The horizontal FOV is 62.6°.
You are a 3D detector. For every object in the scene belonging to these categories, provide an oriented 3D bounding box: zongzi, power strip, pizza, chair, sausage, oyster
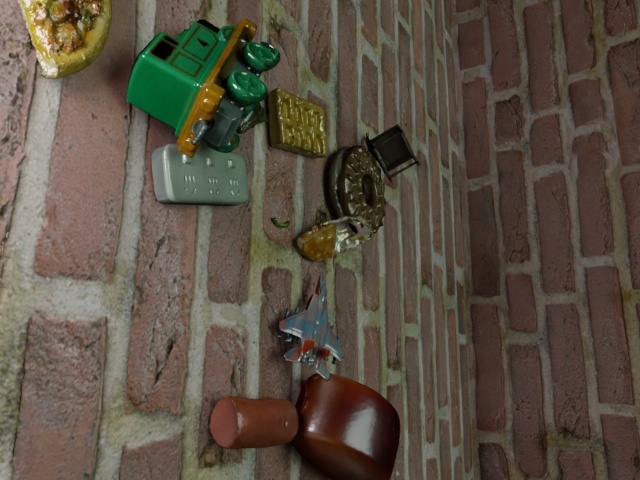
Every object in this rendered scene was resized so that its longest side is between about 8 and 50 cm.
[{"bbox_3d":[-0.184,-0.293,1.374,0.130,0.062,0.154,55,45,-58],"label":"zongzi"},{"bbox_3d":[-0.267,-0.176,1.195,0.265,0.059,0.194,-6,89,-59],"label":"power strip"},{"bbox_3d":[-0.001,0.000,1.591,0.134,0.046,0.175,-53,145,-1],"label":"pizza"},{"bbox_3d":[0.261,-0.333,1.950,0.155,0.141,0.260,58,10,-20],"label":"chair"},{"bbox_3d":[-0.454,-0.421,0.925,0.197,0.058,0.292,42,49,-47],"label":"pizza"},{"bbox_3d":[-0.142,0.429,1.241,0.259,0.113,0.114,28,60,-53],"label":"sausage"},{"bbox_3d":[0.074,-0.033,1.677,0.072,0.208,0.133,-121,-162,-52],"label":"oyster"}]

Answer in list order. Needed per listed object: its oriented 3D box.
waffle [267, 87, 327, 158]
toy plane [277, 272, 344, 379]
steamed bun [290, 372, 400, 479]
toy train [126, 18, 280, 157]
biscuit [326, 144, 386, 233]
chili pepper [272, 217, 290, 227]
[{"bbox_3d":[-0.066,-0.344,1.576,0.274,0.057,0.168,-1,85,-60],"label":"waffle"},{"bbox_3d":[-0.019,0.223,1.485,0.222,0.104,0.326,31,36,-22],"label":"toy plane"},{"bbox_3d":[0.088,0.543,1.472,0.379,0.248,0.235,59,39,-37],"label":"steamed bun"},{"bbox_3d":[-0.246,-0.349,1.126,0.249,0.178,0.429,26,41,-16],"label":"toy train"},{"bbox_3d":[0.131,-0.172,1.836,0.332,0.103,0.332,17,71,-57],"label":"biscuit"},{"bbox_3d":[-0.109,-0.050,1.482,0.083,0.017,0.031,20,66,-56],"label":"chili pepper"}]
